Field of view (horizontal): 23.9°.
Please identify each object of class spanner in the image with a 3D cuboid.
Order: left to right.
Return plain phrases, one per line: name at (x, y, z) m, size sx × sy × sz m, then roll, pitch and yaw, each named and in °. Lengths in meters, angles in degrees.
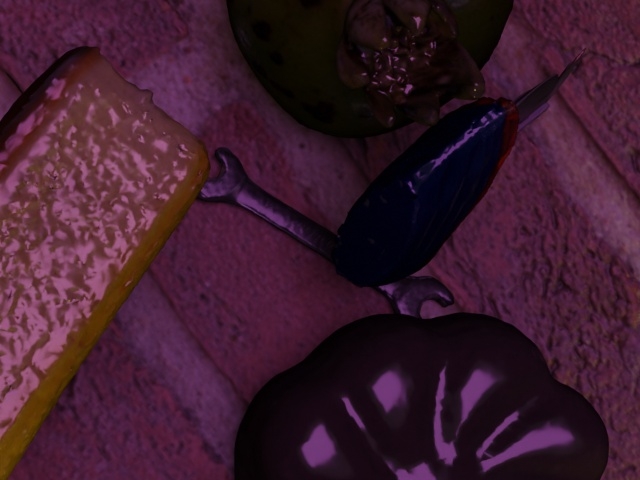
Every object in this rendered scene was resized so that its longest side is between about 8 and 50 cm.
spanner at (0.000, 0.000, 1.281) m, size 0.254 × 0.015 × 0.054 m, roll 32°, pitch 74°, yaw -8°

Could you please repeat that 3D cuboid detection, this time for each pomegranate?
pomegranate at (0.037, -0.171, 1.190) m, size 0.242 × 0.242 × 0.306 m, roll 17°, pitch 47°, yaw -12°

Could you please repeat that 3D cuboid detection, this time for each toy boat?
toy boat at (0.136, -0.076, 1.219) m, size 0.318 × 0.219 × 0.072 m, roll -40°, pitch 81°, yaw -20°

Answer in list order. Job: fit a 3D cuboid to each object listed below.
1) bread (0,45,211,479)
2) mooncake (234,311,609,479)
bread at (-0.230, 0.056, 1.050) m, size 0.143 × 0.323 × 0.333 m, roll 35°, pitch 73°, yaw -8°
mooncake at (0.082, 0.197, 1.198) m, size 0.306 × 0.154 × 0.306 m, roll 1°, pitch 86°, yaw -14°
